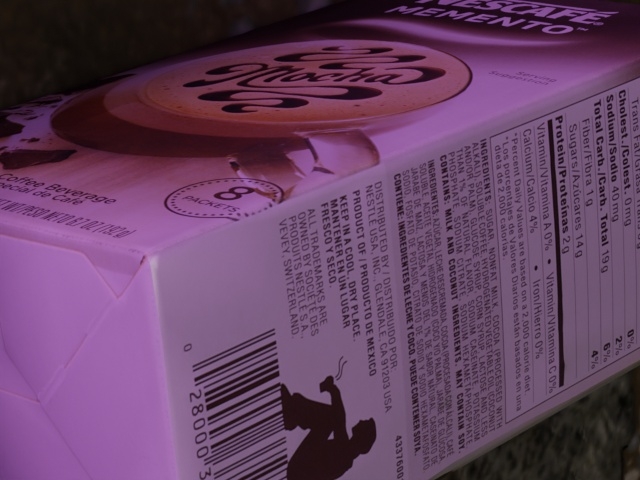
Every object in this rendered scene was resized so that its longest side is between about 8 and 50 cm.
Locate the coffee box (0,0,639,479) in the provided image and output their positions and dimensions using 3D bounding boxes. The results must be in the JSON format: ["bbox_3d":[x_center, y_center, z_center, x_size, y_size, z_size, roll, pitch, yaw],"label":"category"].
[{"bbox_3d":[0.000,0.000,0.679,0.297,0.168,0.119,-23,116,-43],"label":"coffee box"}]
